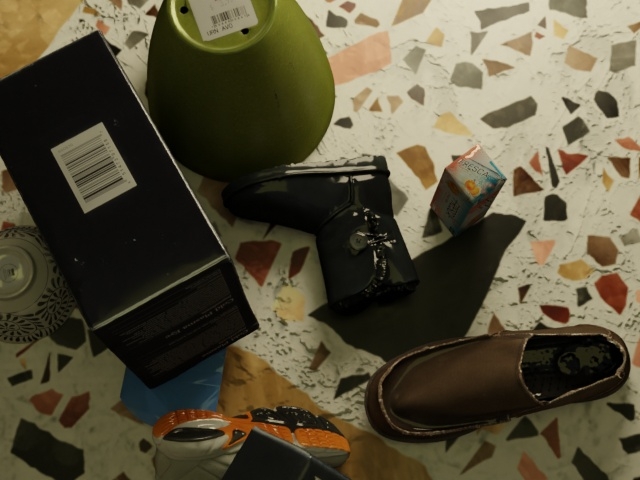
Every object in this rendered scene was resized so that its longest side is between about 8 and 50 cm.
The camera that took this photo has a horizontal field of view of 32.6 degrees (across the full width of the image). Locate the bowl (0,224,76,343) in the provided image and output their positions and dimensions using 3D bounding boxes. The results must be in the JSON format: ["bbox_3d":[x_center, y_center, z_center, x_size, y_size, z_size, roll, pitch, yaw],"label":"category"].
[{"bbox_3d":[-0.420,0.050,1.497,0.170,0.080,0.170,0,75,0],"label":"bowl"}]

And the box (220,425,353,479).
[{"bbox_3d":[-0.035,0.470,1.269,0.293,0.212,0.395,35,77,-17],"label":"box"}]

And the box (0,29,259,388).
[{"bbox_3d":[-0.247,-0.025,1.382,0.179,0.312,0.343,-29,71,-6],"label":"box"}]

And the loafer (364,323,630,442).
[{"bbox_3d":[0.235,0.171,1.435,0.366,0.130,0.133,-15,76,-3],"label":"loafer"}]

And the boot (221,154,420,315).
[{"bbox_3d":[0.000,0.000,1.499,0.247,0.094,0.207,-9,72,-8],"label":"boot"}]

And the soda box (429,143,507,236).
[{"bbox_3d":[0.196,-0.064,1.469,0.058,0.183,0.063,-35,80,-8],"label":"soda box"}]

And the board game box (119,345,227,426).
[{"bbox_3d":[-0.196,0.176,1.489,0.133,0.033,0.168,6,70,6],"label":"board game box"}]

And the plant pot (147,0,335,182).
[{"bbox_3d":[-0.115,-0.250,1.463,0.275,0.293,0.274,0,75,0],"label":"plant pot"}]

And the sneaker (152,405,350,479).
[{"bbox_3d":[-0.093,0.291,1.438,0.263,0.099,0.121,4,111,-12],"label":"sneaker"}]
